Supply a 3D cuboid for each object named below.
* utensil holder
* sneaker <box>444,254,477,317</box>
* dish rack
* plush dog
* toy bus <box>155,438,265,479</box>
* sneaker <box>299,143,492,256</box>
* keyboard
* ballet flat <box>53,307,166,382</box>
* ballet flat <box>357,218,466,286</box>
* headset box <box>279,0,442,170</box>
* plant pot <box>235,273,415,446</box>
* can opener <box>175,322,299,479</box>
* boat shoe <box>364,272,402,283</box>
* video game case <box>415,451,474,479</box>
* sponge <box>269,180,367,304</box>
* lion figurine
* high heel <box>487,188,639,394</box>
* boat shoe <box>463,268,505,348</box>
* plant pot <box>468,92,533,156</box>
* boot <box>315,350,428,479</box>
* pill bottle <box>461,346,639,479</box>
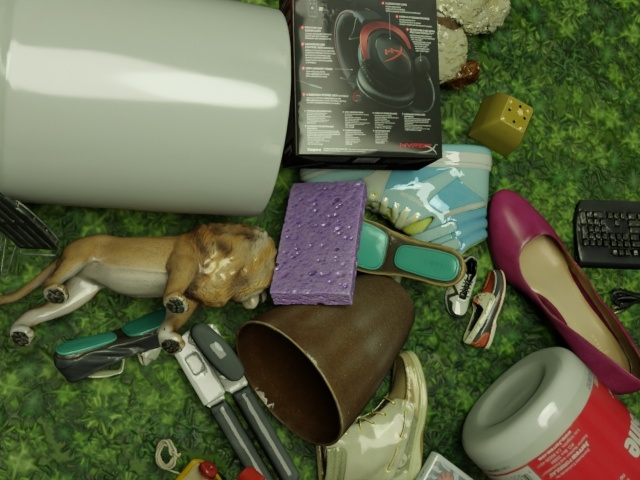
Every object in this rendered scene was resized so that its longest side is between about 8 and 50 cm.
[{"bbox_3d":[-0.262,-0.195,1.206,0.386,0.327,0.327,5,80,-15],"label":"utensil holder"},{"bbox_3d":[0.234,0.074,1.440,0.040,0.044,0.109,12,81,-15],"label":"sneaker"},{"bbox_3d":[-0.493,-0.009,1.143,0.272,0.208,0.074,2,68,11],"label":"dish rack"},{"bbox_3d":[0.193,-0.362,1.426,0.263,0.210,0.225,18,95,-12],"label":"plush dog"},{"bbox_3d":[-0.140,0.393,1.260,0.104,0.191,0.202,15,75,-57],"label":"toy bus"},{"bbox_3d":[0.129,-0.043,1.389,0.319,0.127,0.208,-3,86,-10],"label":"sneaker"},{"bbox_3d":[0.597,0.029,1.548,0.317,0.033,0.201,1,82,-14],"label":"keyboard"},{"bbox_3d":[-0.288,0.158,1.283,0.203,0.074,0.074,-18,87,-23],"label":"ballet flat"},{"bbox_3d":[0.109,0.022,1.336,0.232,0.073,0.080,20,91,14],"label":"ballet flat"},{"bbox_3d":[0.055,-0.255,1.272,0.218,0.110,0.293,-1,85,-14],"label":"headset box"},{"bbox_3d":[0.030,0.151,1.306,0.230,0.215,0.215,-35,92,-33],"label":"plant pot"},{"bbox_3d":[-0.123,0.251,1.292,0.076,0.095,0.283,-30,89,-16],"label":"can opener"},{"bbox_3d":[0.063,0.032,1.396,0.153,0.056,0.048,26,71,-17],"label":"boat shoe"},{"bbox_3d":[0.197,0.455,1.353,0.201,0.023,0.183,40,73,-24],"label":"video game case"},{"bbox_3d":[0.000,0.000,1.276,0.117,0.031,0.210,-2,51,15],"label":"sponge"},{"bbox_3d":[-0.261,0.044,1.245,0.393,0.142,0.240,8,35,3],"label":"lion figurine"},{"bbox_3d":[0.406,0.073,1.412,0.127,0.181,0.377,-32,91,-17],"label":"high heel"},{"bbox_3d":[0.271,0.111,1.443,0.043,0.049,0.137,16,83,-10],"label":"boat shoe"},{"bbox_3d":[0.315,-0.203,1.481,0.081,0.083,0.081,27,77,-9],"label":"plant pot"},{"bbox_3d":[0.076,0.275,1.348,0.165,0.077,0.213,4,88,-14],"label":"boot"},{"bbox_3d":[0.432,0.379,1.349,0.407,0.229,0.229,46,74,-5],"label":"pill bottle"}]
